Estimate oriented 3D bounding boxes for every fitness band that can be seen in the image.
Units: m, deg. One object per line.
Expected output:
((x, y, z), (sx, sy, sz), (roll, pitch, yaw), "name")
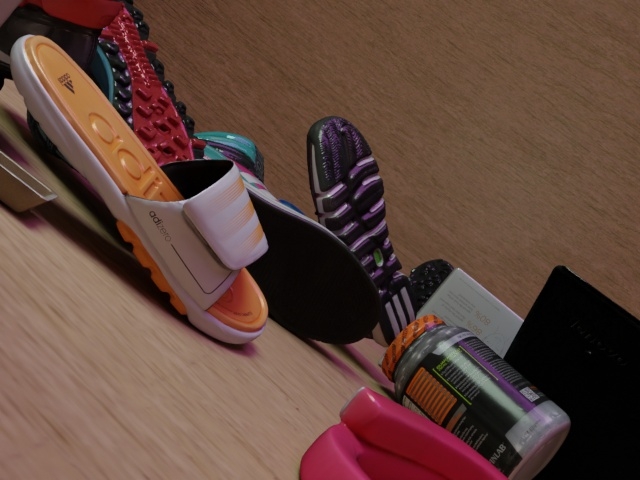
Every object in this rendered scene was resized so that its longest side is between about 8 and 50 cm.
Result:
((0.101, 0.192, 0.450), (0.291, 0.054, 0.209), (36, 8, -46), "fitness band")

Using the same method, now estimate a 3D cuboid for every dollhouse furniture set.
((-0.195, -0.081, 0.465), (0.114, 0.081, 0.091), (40, 3, -10), "dollhouse furniture set")

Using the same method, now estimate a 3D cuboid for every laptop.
((0.387, 0.281, 0.867), (0.382, 0.236, 0.408), (43, 4, 33), "laptop")

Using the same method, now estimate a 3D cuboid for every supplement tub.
((0.163, 0.174, 0.811), (0.190, 0.117, 0.117), (43, 4, 33), "supplement tub")

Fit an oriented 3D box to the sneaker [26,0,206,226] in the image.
((-0.186, -0.100, 0.642), (0.104, 0.125, 0.261), (5, 58, -56), "sneaker")

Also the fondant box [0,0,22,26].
((-0.177, -0.217, 0.311), (0.238, 0.330, 0.096), (42, 4, 28), "fondant box")

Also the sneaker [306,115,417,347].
((0.000, 0.000, 0.887), (0.163, 0.106, 0.281), (-4, -71, 42), "sneaker")

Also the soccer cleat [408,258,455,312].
((0.212, 0.162, 1.207), (0.116, 0.109, 0.318), (53, 17, -37), "soccer cleat")

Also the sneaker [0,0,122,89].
((-0.290, -0.171, 0.541), (0.276, 0.135, 0.097), (17, 17, -3), "sneaker")

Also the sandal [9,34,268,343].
((-0.100, -0.038, 0.512), (0.265, 0.076, 0.102), (54, 16, -22), "sandal")

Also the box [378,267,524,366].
((0.183, 0.141, 1.022), (0.130, 0.170, 0.091), (40, 4, 8), "box")

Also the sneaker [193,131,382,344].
((-0.068, -0.014, 0.792), (0.296, 0.124, 0.178), (38, 13, -19), "sneaker")

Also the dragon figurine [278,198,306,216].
((-0.050, -0.005, 1.129), (0.289, 0.085, 0.144), (39, 3, -22), "dragon figurine")
